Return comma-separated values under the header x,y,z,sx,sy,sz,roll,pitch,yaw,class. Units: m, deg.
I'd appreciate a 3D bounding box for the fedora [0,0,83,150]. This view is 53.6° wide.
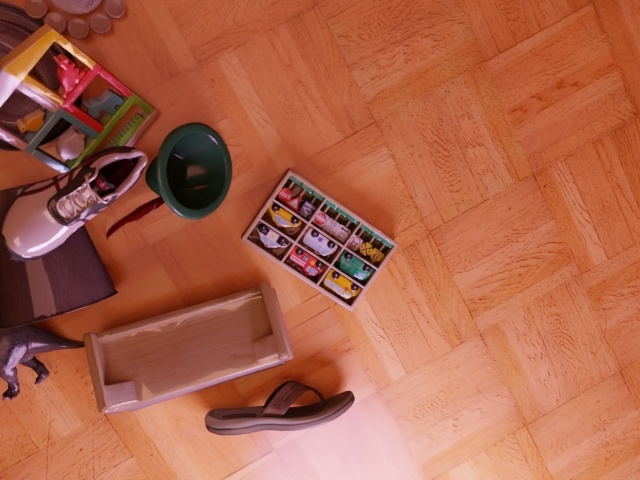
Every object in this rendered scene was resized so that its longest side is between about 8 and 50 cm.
x,y,z,sx,sy,sz,roll,pitch,yaw,class
-0.548,-0.279,1.070,0.275,0.124,0.244,41,92,-13,fedora

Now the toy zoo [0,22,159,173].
x,y,z,sx,sy,sz,roll,pitch,yaw,class
-0.429,-0.221,1.051,0.192,0.030,0.293,-49,145,1,toy zoo

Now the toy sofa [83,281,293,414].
x,y,z,sx,sy,sz,roll,pitch,yaw,class
-0.243,0.206,1.207,0.362,0.177,0.150,-16,77,-5,toy sofa

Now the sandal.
x,y,z,sx,sy,sz,roll,pitch,yaw,class
-0.079,0.325,1.256,0.302,0.120,0.086,-4,87,-7,sandal

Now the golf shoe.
x,y,z,sx,sy,sz,roll,pitch,yaw,class
-0.403,-0.074,1.036,0.273,0.120,0.105,-48,114,-30,golf shoe

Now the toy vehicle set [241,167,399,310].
x,y,z,sx,sy,sz,roll,pitch,yaw,class
0.000,0.000,1.247,0.266,0.035,0.166,33,93,-13,toy vehicle set

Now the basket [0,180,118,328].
x,y,z,sx,sy,sz,roll,pitch,yaw,class
-0.492,0.015,1.119,0.204,0.154,0.227,-18,98,-27,basket

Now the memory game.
x,y,z,sx,sy,sz,roll,pitch,yaw,class
-0.427,-0.442,1.100,0.186,0.012,0.186,0,91,-16,memory game

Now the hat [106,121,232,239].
x,y,z,sx,sy,sz,roll,pitch,yaw,class
-0.299,-0.122,1.185,0.208,0.183,0.173,-41,123,-44,hat

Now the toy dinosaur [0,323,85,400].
x,y,z,sx,sy,sz,roll,pitch,yaw,class
-0.590,0.207,1.154,0.313,0.121,0.160,-5,114,-3,toy dinosaur
